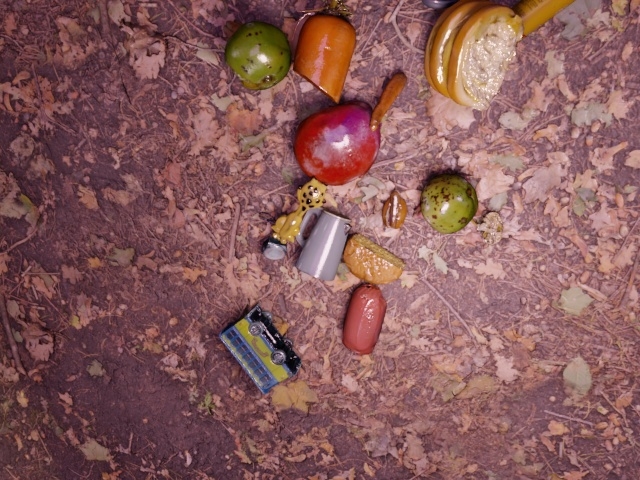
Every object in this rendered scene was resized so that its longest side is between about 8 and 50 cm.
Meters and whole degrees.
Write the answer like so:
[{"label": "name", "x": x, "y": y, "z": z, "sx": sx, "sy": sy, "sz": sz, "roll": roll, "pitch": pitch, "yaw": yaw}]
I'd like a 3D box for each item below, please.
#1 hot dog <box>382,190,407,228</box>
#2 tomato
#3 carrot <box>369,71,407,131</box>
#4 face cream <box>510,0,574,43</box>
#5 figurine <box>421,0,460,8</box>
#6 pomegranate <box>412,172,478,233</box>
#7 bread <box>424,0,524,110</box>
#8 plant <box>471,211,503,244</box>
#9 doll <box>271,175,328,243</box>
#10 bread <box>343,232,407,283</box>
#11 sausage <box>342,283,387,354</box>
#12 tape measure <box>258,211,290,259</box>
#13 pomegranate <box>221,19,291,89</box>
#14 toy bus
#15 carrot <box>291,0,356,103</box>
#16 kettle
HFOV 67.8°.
[{"label": "hot dog", "x": 0.274, "y": -0.110, "z": 1.746, "sx": 0.090, "sy": 0.060, "sz": 0.140, "roll": 15, "pitch": 101, "yaw": 3}, {"label": "tomato", "x": 0.062, "y": -0.335, "z": 1.681, "sx": 0.335, "sy": 0.176, "sz": 0.289, "roll": -17, "pitch": 101, "yaw": 13}, {"label": "carrot", "x": 0.225, "y": -0.476, "z": 1.630, "sx": 0.059, "sy": 0.059, "sz": 0.247, "roll": 30, "pitch": 78, "yaw": 4}, {"label": "face cream", "x": 0.712, "y": -0.751, "z": 1.495, "sx": 0.349, "sy": 0.105, "sz": 0.105, "roll": -35, "pitch": 93, "yaw": 16}, {"label": "figurine", "x": 0.433, "y": -0.830, "z": 1.488, "sx": 0.265, "sy": 0.197, "sz": 0.175, "roll": -8, "pitch": 98, "yaw": 3}, {"label": "pomegranate", "x": 0.421, "y": -0.120, "z": 1.661, "sx": 0.248, "sy": 0.214, "sz": 0.214, "roll": -23, "pitch": 98, "yaw": 52}, {"label": "bread", "x": 0.449, "y": -0.594, "z": 1.495, "sx": 0.270, "sy": 0.211, "sz": 0.315, "roll": 49, "pitch": 137, "yaw": 37}, {"label": "plant", "x": 0.582, "y": -0.046, "z": 1.686, "sx": 0.122, "sy": 0.104, "sz": 0.116, "roll": 13, "pitch": 83, "yaw": 33}, {"label": "doll", "x": -0.075, "y": -0.107, "z": 1.753, "sx": 0.117, "sy": 0.086, "sz": 0.291, "roll": 34, "pitch": 114, "yaw": -7}, {"label": "bread", "x": 0.191, "y": 0.081, "z": 1.772, "sx": 0.229, "sy": 0.143, "sz": 0.139, "roll": 32, "pitch": 117, "yaw": 6}, {"label": "sausage", "x": 0.166, "y": 0.304, "z": 1.814, "sx": 0.152, "sy": 0.152, "sz": 0.279, "roll": 14, "pitch": 102, "yaw": 8}, {"label": "tape measure", "x": -0.189, "y": -0.017, "z": 1.874, "sx": 0.107, "sy": 0.104, "sz": 0.179, "roll": -50, "pitch": 49, "yaw": 46}, {"label": "pomegranate", "x": -0.234, "y": -0.667, "z": 1.657, "sx": 0.236, "sy": 0.236, "sz": 0.301, "roll": -40, "pitch": 65, "yaw": 16}, {"label": "toy bus", "x": -0.236, "y": 0.434, "z": 1.920, "sx": 0.190, "sy": 0.152, "sz": 0.312, "roll": -37, "pitch": 93, "yaw": 15}, {"label": "carrot", "x": 0.013, "y": -0.655, "z": 1.607, "sx": 0.214, "sy": 0.193, "sz": 0.331, "roll": 21, "pitch": 102, "yaw": 10}, {"label": "kettle", "x": 0.000, "y": 0.000, "z": 1.797, "sx": 0.211, "sy": 0.160, "sz": 0.243, "roll": 26, "pitch": 100, "yaw": 34}]
